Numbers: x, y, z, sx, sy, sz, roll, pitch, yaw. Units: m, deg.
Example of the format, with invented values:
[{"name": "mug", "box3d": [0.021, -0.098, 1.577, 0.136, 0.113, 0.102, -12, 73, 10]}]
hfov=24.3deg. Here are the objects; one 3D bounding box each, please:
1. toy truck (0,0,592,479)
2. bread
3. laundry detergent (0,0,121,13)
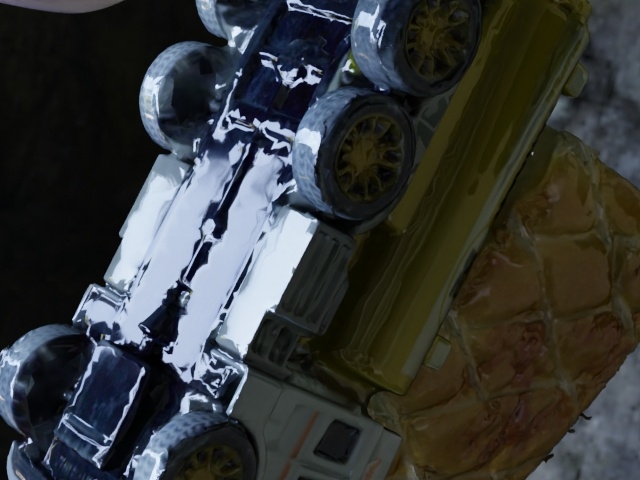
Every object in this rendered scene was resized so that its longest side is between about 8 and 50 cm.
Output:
[{"name": "toy truck", "box3d": [0.000, 0.000, 0.473, 0.114, 0.098, 0.227, 30, -95, -44]}, {"name": "bread", "box3d": [0.053, 0.043, 0.573, 0.188, 0.068, 0.125, -51, -41, 8]}, {"name": "laundry detergent", "box3d": [-0.163, -0.174, 0.519, 0.159, 0.088, 0.335, -39, -25, 20]}]
